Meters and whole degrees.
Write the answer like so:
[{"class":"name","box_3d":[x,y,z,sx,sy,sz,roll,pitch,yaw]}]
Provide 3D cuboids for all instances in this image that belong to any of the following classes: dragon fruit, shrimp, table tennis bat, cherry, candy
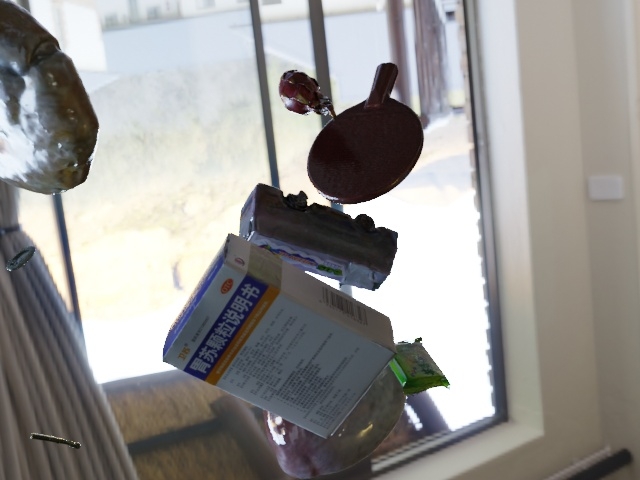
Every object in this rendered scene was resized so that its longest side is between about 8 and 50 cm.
[{"class":"dragon fruit","box_3d":[-0.030,-0.313,1.788,0.094,0.094,0.190,-13,-134,-35]},{"class":"shrimp","box_3d":[-0.403,-0.166,0.831,0.445,0.221,0.110,18,-134,24]},{"class":"table tennis bat","box_3d":[0.110,-0.246,1.794,0.268,0.051,0.415,-2,-128,25]},{"class":"cherry","box_3d":[0.032,0.336,1.728,0.326,0.335,0.291,6,148,-21]},{"class":"candy","box_3d":[0.178,0.240,1.544,0.102,0.032,0.178,-3,-158,-13]}]

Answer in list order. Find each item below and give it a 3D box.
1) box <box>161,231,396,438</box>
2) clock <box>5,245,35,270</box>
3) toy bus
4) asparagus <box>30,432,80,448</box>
[{"class":"box","box_3d":[-0.061,0.150,1.221,0.299,0.200,0.106,29,-157,-14]},{"class":"clock","box_3d":[-0.721,0.042,1.919,0.074,0.010,0.083,13,-128,45]},{"class":"toy bus","box_3d":[0.000,0.000,1.552,0.317,0.138,0.112,17,138,-17]},{"class":"asparagus","box_3d":[-0.627,0.476,1.895,0.127,0.018,0.015,25,-166,-35]}]
